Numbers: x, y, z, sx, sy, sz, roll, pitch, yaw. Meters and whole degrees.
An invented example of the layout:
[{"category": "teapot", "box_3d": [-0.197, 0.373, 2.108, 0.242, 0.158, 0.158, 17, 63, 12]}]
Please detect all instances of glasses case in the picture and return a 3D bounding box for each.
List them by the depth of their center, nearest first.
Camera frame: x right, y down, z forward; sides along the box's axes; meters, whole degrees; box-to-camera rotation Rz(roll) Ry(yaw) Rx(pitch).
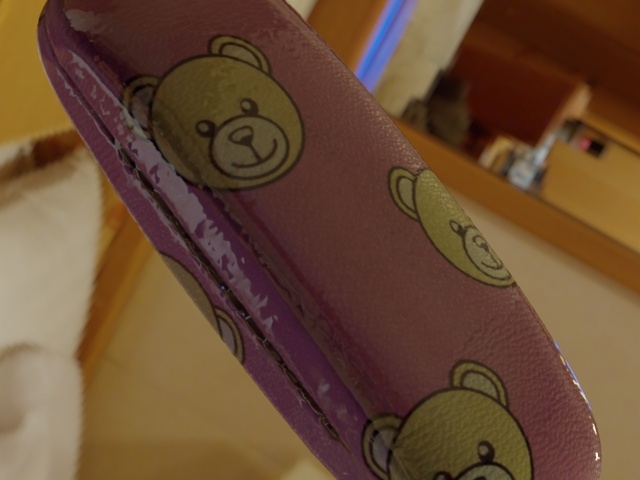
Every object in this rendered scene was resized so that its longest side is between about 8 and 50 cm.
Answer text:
[{"category": "glasses case", "box_3d": [0.000, 0.000, 0.742, 0.123, 0.316, 0.076, -28, 167, -45]}]
